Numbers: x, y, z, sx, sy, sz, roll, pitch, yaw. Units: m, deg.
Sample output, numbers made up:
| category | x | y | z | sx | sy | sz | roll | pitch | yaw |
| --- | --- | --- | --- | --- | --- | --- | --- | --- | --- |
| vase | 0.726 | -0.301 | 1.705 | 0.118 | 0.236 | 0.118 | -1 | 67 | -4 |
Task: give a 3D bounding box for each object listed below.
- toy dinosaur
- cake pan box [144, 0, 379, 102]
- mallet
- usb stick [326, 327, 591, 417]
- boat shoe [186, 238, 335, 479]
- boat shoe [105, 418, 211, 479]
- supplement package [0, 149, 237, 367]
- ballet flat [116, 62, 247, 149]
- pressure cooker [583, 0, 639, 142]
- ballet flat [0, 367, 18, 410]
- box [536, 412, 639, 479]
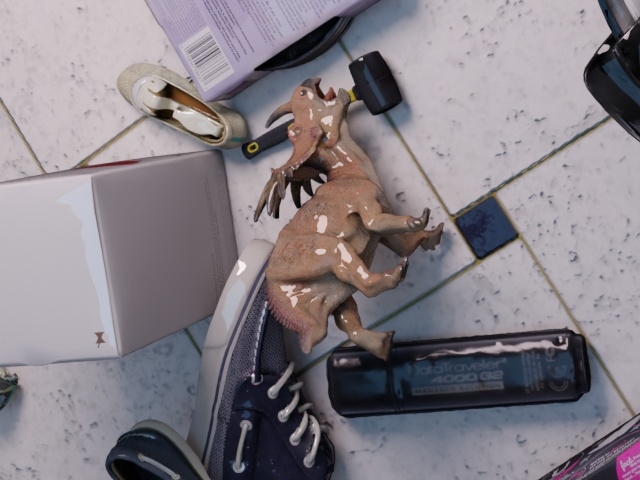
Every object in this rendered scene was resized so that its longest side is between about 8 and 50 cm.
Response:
| category | x | y | z | sx | sy | sz | roll | pitch | yaw |
| --- | --- | --- | --- | --- | --- | --- | --- | --- | --- |
| toy dinosaur | 0.000 | 0.000 | 1.332 | 0.200 | 0.296 | 0.127 | 17 | 147 | 13 |
| cake pan box | -0.073 | -0.306 | 1.397 | 0.245 | 0.070 | 0.267 | -32 | 87 | 23 |
| mallet | -0.007 | -0.140 | 1.417 | 0.189 | 0.039 | 0.062 | -18 | 92 | 25 |
| usb stick | 0.137 | 0.138 | 1.400 | 0.278 | 0.045 | 0.077 | -7 | 89 | 21 |
| boat shoe | -0.046 | 0.173 | 1.440 | 0.158 | 0.127 | 0.340 | 19 | 112 | 11 |
| boat shoe | -0.121 | 0.297 | 1.395 | 0.095 | 0.079 | 0.254 | -35 | 96 | 29 |
| supplement package | -0.223 | 0.011 | 1.377 | 0.177 | 0.293 | 0.175 | -5 | 97 | 20 |
| ballet flat | -0.155 | -0.147 | 1.455 | 0.168 | 0.052 | 0.057 | 25 | 107 | 17 |
| pressure cooker | 0.398 | -0.256 | 1.044 | 0.375 | 0.420 | 0.370 | 4 | 100 | 20 |
| ballet flat | -0.428 | 0.123 | 1.601 | 0.188 | 0.070 | 0.070 | 44 | 110 | 7 |
| box | 0.337 | 0.250 | 1.292 | 0.247 | 0.142 | 0.163 | -39 | 86 | 21 |
